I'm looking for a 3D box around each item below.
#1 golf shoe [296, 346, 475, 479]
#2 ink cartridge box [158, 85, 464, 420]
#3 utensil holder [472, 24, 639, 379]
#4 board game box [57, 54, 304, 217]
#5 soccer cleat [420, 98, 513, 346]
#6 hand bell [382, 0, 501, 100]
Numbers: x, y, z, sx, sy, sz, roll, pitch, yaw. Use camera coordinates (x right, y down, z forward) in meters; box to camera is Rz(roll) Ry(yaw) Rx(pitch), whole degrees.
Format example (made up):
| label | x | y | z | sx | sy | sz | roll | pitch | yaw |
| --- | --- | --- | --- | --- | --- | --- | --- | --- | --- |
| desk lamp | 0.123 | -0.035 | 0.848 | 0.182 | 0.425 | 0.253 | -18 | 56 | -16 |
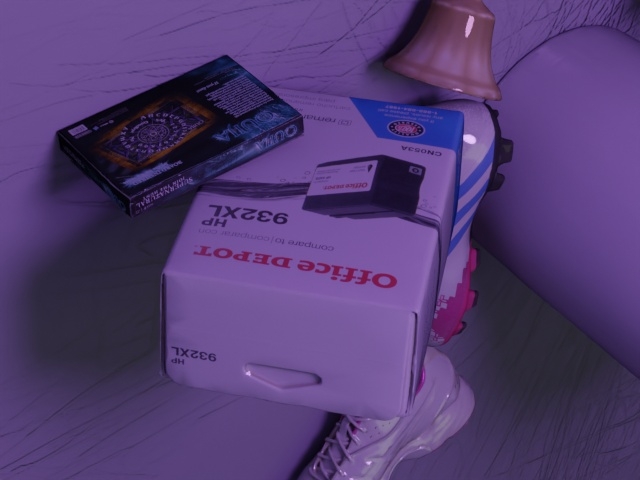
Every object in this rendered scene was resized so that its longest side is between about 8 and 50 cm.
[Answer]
| label | x | y | z | sx | sy | sz | roll | pitch | yaw |
| --- | --- | --- | --- | --- | --- | --- | --- | --- | --- |
| golf shoe | 0.045 | 0.238 | 1.951 | 0.306 | 0.115 | 0.140 | -44 | 131 | -17 |
| ink cartridge box | 0.000 | 0.000 | 1.484 | 0.307 | 0.223 | 0.129 | -72 | 168 | -51 |
| utensil holder | 0.384 | -0.020 | 1.821 | 0.328 | 0.385 | 0.327 | -25 | 135 | -28 |
| board game box | -0.125 | -0.097 | 1.477 | 0.186 | 0.126 | 0.026 | -27 | 137 | -24 |
| soccer cleat | 0.108 | -0.018 | 1.800 | 0.143 | 0.116 | 0.331 | -2 | 130 | -14 |
| hand bell | 0.155 | -0.273 | 1.643 | 0.126 | 0.126 | 0.242 | 5 | 105 | -46 |
